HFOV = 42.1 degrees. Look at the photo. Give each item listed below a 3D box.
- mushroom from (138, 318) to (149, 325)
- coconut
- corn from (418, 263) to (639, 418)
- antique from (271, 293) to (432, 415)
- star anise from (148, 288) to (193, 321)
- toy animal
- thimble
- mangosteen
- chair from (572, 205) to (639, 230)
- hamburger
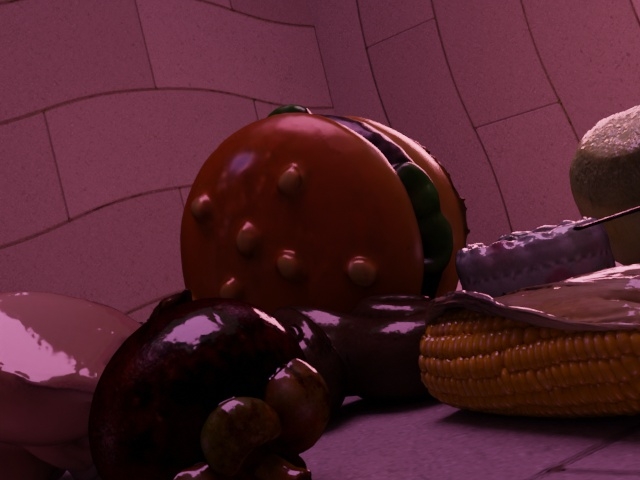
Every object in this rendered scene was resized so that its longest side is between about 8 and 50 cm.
[{"bbox_3d":[-0.201,0.179,1.131,0.117,0.141,0.188,12,16,29],"label":"mushroom"},{"bbox_3d":[0.624,-0.089,1.505,0.329,0.328,0.281,-13,29,-5],"label":"coconut"},{"bbox_3d":[0.198,0.088,0.708,0.123,0.122,0.305,-12,-2,-32],"label":"corn"},{"bbox_3d":[0.043,0.131,0.907,0.257,0.121,0.143,-6,8,-11],"label":"antique"},{"bbox_3d":[-0.177,0.148,0.977,0.212,0.111,0.196,-31,-23,-31],"label":"star anise"},{"bbox_3d":[-0.313,0.170,0.872,0.213,0.256,0.195,24,29,-5],"label":"toy animal"},{"bbox_3d":[0.271,0.059,1.046,0.186,0.149,0.211,-16,0,-9],"label":"thimble"},{"bbox_3d":[-0.078,0.139,0.627,0.200,0.199,0.200,-13,0,0],"label":"mangosteen"},{"bbox_3d":[0.404,0.022,0.875,0.247,0.158,0.172,-14,-1,-34],"label":"chair"},{"bbox_3d":[0.000,0.000,1.157,0.396,0.395,0.277,-13,-1,29],"label":"hamburger"}]
